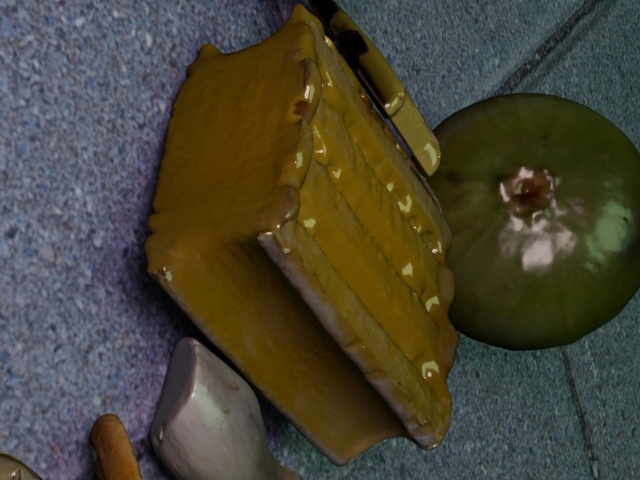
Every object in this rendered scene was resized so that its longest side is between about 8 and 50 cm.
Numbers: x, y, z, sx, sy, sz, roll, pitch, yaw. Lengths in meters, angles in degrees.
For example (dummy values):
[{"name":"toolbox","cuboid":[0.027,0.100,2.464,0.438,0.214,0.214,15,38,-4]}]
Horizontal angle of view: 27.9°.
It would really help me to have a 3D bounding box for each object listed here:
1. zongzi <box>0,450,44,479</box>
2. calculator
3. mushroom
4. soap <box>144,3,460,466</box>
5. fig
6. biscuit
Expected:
[{"name":"zongzi","cuboid":[-0.230,0.265,0.870,0.242,0.112,0.221,72,34,-67]},{"name":"calculator","cuboid":[0.049,-0.174,1.309,0.157,0.033,0.236,49,7,-50]},{"name":"mushroom","cuboid":[-0.073,0.182,1.119,0.225,0.093,0.116,54,21,-31]},{"name":"soap","cuboid":[0.000,0.000,1.174,0.335,0.156,0.293,50,30,-42]},{"name":"fig","cuboid":[0.237,-0.014,1.478,0.316,0.316,0.316,15,72,-56]},{"name":"biscuit","cuboid":[-0.138,0.251,0.977,0.033,0.144,0.224,-13,98,-16]}]
